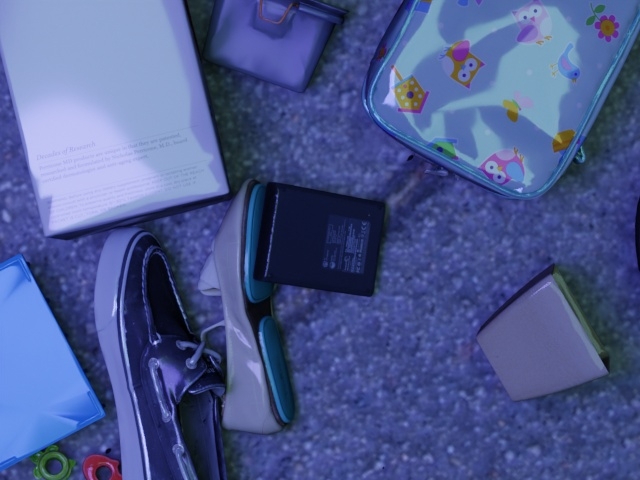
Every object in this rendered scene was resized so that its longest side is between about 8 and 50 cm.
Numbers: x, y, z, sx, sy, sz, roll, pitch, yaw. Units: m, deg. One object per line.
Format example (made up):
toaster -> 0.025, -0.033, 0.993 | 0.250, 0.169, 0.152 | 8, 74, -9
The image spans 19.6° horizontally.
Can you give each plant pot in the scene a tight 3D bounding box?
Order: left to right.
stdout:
plant pot -> 0.210, 0.097, 1.786 | 0.096, 0.109, 0.109 | -30, 90, 11

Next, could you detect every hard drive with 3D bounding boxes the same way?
hard drive -> 0.000, 0.000, 1.778 | 0.135, 0.022, 0.094 | 10, 88, -39

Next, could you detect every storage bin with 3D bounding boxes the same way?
storage bin -> -0.050, -0.201, 1.788 | 0.135, 0.098, 0.091 | 18, 99, -2

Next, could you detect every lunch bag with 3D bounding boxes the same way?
lunch bag -> 0.181, -0.181, 1.783 | 0.224, 0.108, 0.279 | 28, 90, -6

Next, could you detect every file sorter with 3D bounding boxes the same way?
file sorter -> -0.291, 0.115, 1.763 | 0.118, 0.104, 0.170 | -28, 89, -2

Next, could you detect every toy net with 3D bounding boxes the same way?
toy net -> -0.184, 0.283, 1.797 | 0.232, 0.045, 0.122 | 18, 74, -4

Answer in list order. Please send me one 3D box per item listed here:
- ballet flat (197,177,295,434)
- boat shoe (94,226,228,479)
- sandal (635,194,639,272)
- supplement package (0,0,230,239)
ballet flat -> -0.081, 0.066, 1.789 | 0.086, 0.086, 0.248 | -6, 90, -2
boat shoe -> -0.137, 0.131, 1.742 | 0.102, 0.108, 0.301 | -11, 80, 28
sandal -> 0.449, 0.094, 1.802 | 0.167, 0.107, 0.446 | -44, 103, -3
supplement package -> -0.200, -0.162, 1.735 | 0.175, 0.177, 0.293 | -14, 90, -2
